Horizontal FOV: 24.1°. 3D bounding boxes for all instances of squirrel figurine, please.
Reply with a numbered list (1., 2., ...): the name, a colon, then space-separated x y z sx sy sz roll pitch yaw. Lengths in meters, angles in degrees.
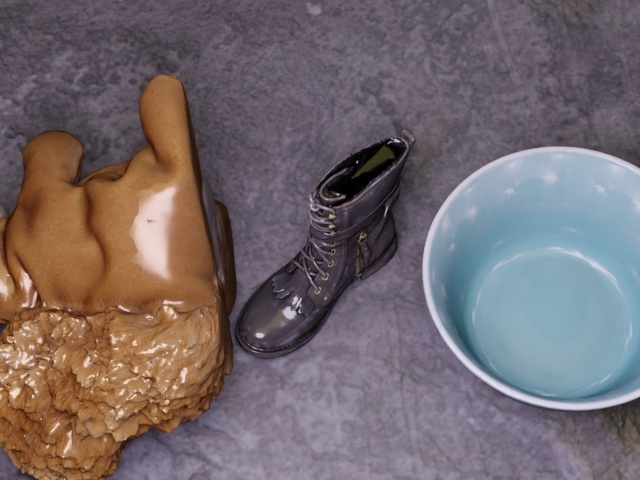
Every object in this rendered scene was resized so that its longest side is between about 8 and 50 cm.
1. squirrel figurine: -0.289 0.065 1.645 0.370 0.281 0.397 -10 63 3

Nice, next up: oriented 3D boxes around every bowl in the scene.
1. bowl: 0.267 0.066 1.686 0.311 0.163 0.312 0 66 1

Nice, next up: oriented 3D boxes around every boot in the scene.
1. boot: 0.000 0.000 1.685 0.091 0.229 0.263 42 72 18
